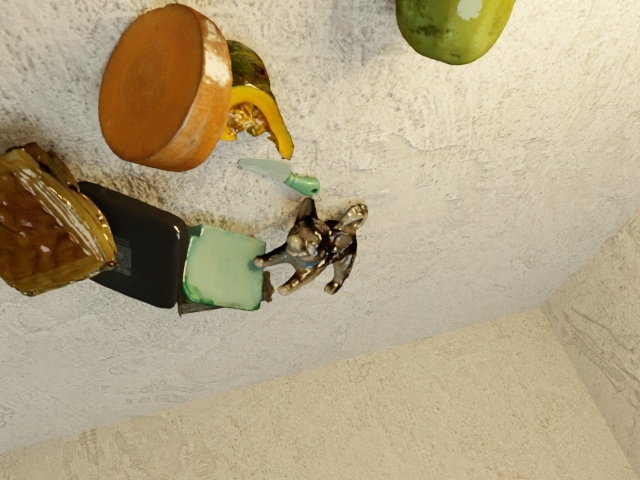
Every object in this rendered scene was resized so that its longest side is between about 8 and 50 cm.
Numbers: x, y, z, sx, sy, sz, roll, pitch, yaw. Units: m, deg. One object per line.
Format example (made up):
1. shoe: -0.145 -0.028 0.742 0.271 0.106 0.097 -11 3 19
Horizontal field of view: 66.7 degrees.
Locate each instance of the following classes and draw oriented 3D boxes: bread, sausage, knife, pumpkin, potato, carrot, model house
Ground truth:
1. bread: -0.597 -0.050 1.026 0.277 0.167 0.324 -17 129 13
2. sausage: -0.195 0.011 1.545 0.015 0.015 0.100 -24 149 9
3. knife: -0.098 -0.175 1.287 0.260 0.034 0.063 19 129 -42
4. pumpkin: -0.177 -0.258 0.998 0.190 0.139 0.280 -23 147 -1
5. potato: 0.240 -0.453 0.846 0.216 0.215 0.304 -12 150 -11
6. carrot: -0.267 -0.259 0.848 0.307 0.258 0.100 -36 165 32
7. model house: -0.342 0.090 1.435 0.249 0.230 0.280 -12 158 42

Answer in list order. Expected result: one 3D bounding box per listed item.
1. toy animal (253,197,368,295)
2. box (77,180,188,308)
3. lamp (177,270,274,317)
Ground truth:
1. toy animal: 0.000 0.000 1.450 0.302 0.194 0.344 -54 158 14
2. box: -0.467 0.015 1.180 0.290 0.073 0.289 21 128 5
3. lamp: -0.328 0.184 1.680 0.325 0.090 0.089 -8 147 -19
